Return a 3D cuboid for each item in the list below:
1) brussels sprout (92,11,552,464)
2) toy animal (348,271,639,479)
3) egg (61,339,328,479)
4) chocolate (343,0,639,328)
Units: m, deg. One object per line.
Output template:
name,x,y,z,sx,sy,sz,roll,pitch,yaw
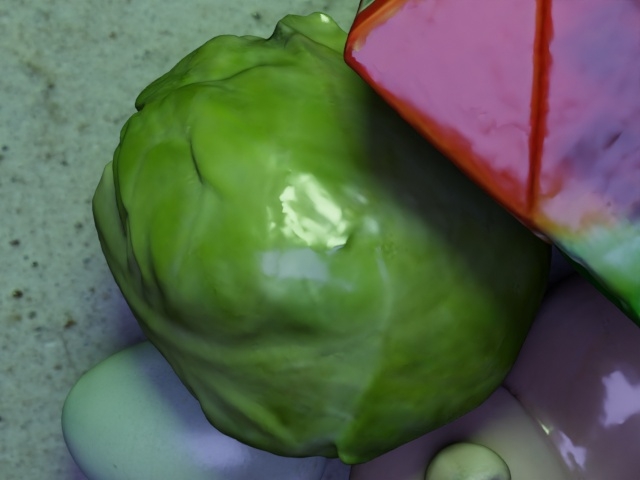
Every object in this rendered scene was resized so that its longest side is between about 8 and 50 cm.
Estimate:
brussels sprout,0.000,0.000,0.886,0.328,0.328,0.247,22,117,-6
toy animal,0.169,0.156,0.972,0.269,0.237,0.326,25,98,-25
egg,-0.096,0.147,0.986,0.209,0.151,0.151,8,101,5
chocolate,0.194,-0.094,0.832,0.341,0.360,0.161,40,108,-9
